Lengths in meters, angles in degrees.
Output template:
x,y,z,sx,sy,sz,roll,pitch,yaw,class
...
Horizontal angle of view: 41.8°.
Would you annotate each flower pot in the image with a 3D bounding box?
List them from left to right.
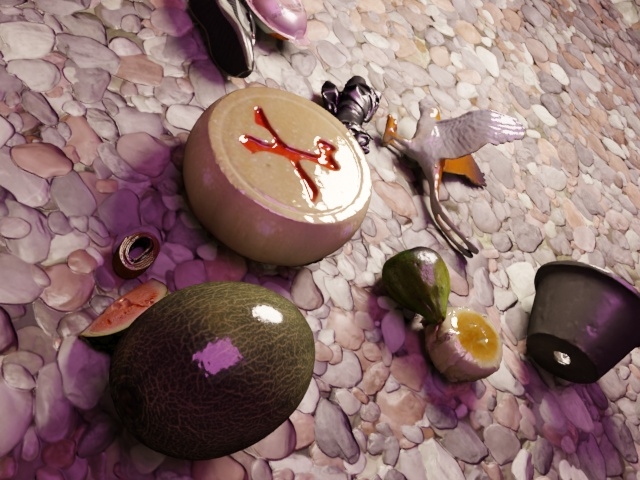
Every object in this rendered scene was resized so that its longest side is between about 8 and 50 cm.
x,y,z,sx,sy,sz,roll,pitch,yaw,class
0.524,0.183,1.711,0.269,0.269,0.166,42,68,-6,flower pot

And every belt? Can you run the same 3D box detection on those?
x,y,z,sx,sy,sz,roll,pitch,yaw,class
-0.288,0.020,1.310,0.059,0.036,0.083,42,43,-5,belt

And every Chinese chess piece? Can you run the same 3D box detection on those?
x,y,z,sx,sy,sz,roll,pitch,yaw,class
-0.075,-0.113,1.467,0.338,0.140,0.338,16,49,-18,Chinese chess piece

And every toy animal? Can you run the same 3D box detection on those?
x,y,z,sx,sy,sz,roll,pitch,yaw,class
0.250,-0.150,1.818,0.302,0.225,0.284,28,67,-2,toy animal

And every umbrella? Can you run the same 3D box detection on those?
x,y,z,sx,sy,sz,roll,pitch,yaw,class
0.056,-0.254,1.722,0.272,0.122,0.110,-78,159,-44,umbrella

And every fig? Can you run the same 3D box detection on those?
x,y,z,sx,sy,sz,roll,pitch,yaw,class
0.190,0.089,1.574,0.123,0.123,0.156,-8,70,-41,fig

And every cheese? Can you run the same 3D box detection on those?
x,y,z,sx,sy,sz,roll,pitch,yaw,class
-0.119,-0.524,1.778,0.286,0.074,0.189,52,31,5,cheese

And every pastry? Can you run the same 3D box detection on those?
x,y,z,sx,sy,sz,roll,pitch,yaw,class
0.269,0.194,1.588,0.165,0.088,0.166,22,48,-26,pastry

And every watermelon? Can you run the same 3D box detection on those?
x,y,z,sx,sy,sz,roll,pitch,yaw,class
-0.269,0.125,1.251,0.163,0.087,0.069,-43,128,-44,watermelon

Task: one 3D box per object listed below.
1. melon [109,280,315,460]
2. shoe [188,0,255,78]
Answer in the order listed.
x,y,z,sx,sy,sz,roll,pitch,yaw,class
-0.141,0.175,1.172,0.301,0.237,0.237,-17,72,-43,melon
-0.172,-0.424,1.670,0.112,0.099,0.228,-12,68,-50,shoe
